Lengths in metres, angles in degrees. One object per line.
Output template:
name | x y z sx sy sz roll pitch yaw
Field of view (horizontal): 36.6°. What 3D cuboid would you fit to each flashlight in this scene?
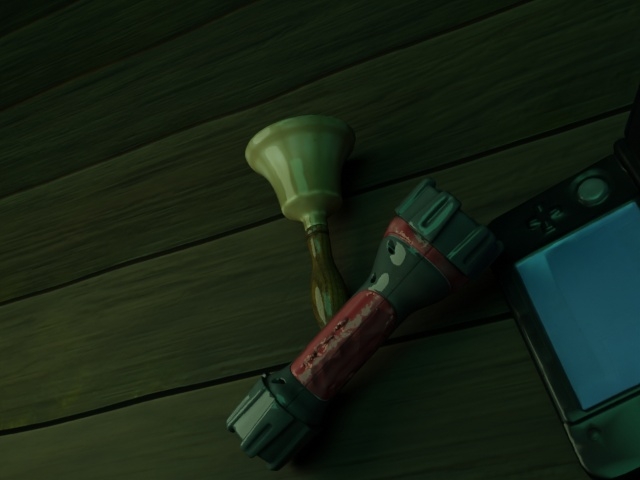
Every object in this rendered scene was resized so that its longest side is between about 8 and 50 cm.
flashlight | 0.035 0.084 0.907 0.304 0.103 0.103 -48 36 3

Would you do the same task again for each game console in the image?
game console | 0.257 0.003 0.782 0.250 0.173 0.293 -30 47 14

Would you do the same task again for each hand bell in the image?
hand bell | 0.000 0.000 1.033 0.126 0.126 0.242 -23 62 21
